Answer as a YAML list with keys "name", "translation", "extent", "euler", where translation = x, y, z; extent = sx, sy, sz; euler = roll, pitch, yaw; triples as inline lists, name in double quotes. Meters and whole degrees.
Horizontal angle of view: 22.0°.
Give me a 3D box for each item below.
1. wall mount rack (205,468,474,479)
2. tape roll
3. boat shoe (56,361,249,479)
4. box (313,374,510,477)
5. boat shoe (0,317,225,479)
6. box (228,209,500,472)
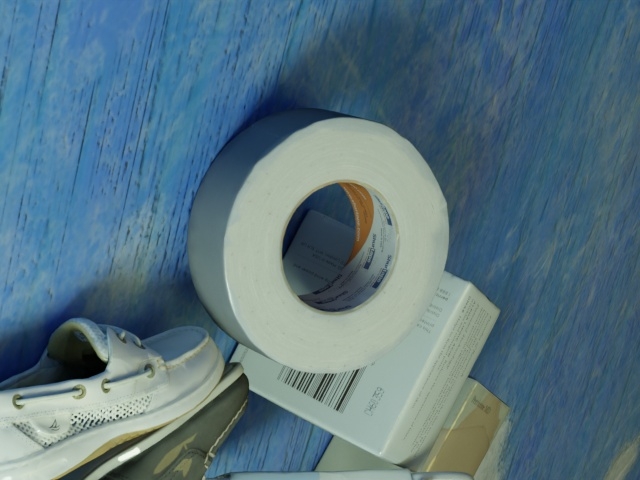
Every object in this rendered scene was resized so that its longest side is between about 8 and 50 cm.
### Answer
- name: "wall mount rack"
  translation: [0.004, 0.264, 1.444]
  extent: [0.350, 0.304, 0.130]
  euler: [1, 74, -23]
- name: "tape roll"
  translation: [0.000, 0.000, 1.397]
  extent: [0.219, 0.072, 0.219]
  euler: [-7, 104, -29]
- name: "boat shoe"
  translation: [-0.173, 0.224, 1.332]
  extent: [0.335, 0.112, 0.095]
  euler: [-37, 104, -31]
- name: "box"
  translation: [0.071, 0.278, 1.817]
  extent: [0.311, 0.121, 0.148]
  euler: [-61, 152, -4]
- name: "boat shoe"
  translation: [-0.172, 0.105, 1.276]
  extent: [0.277, 0.098, 0.096]
  euler: [-28, 110, -55]
- name: "box"
  translation: [0.041, 0.095, 1.542]
  extent: [0.182, 0.181, 0.119]
  euler: [-63, 155, -5]
